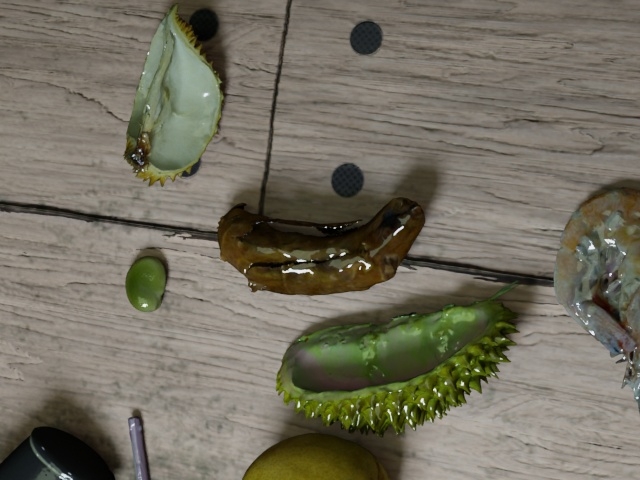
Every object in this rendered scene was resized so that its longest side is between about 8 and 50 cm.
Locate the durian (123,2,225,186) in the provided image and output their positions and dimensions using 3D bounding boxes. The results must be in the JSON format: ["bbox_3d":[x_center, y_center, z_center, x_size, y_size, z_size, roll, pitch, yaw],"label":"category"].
[{"bbox_3d":[-0.222,-0.205,1.840,0.144,0.139,0.252,26,97,22],"label":"durian"}]

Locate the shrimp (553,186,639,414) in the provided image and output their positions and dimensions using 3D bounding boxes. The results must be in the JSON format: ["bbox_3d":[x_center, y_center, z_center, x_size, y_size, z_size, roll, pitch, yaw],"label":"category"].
[{"bbox_3d":[0.383,0.089,1.664,0.164,0.062,0.317,-5,82,23],"label":"shrimp"}]

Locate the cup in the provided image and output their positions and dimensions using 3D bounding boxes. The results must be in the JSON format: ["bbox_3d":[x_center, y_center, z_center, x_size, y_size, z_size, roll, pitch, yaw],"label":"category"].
[{"bbox_3d":[-0.376,0.383,1.879,0.223,0.169,0.176,35,93,-18],"label":"cup"}]

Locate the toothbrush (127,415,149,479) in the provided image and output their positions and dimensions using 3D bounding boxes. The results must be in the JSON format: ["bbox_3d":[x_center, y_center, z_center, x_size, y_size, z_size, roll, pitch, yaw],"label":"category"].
[{"bbox_3d":[-0.240,0.430,1.887,0.029,0.024,0.354,-10,85,13],"label":"toothbrush"}]

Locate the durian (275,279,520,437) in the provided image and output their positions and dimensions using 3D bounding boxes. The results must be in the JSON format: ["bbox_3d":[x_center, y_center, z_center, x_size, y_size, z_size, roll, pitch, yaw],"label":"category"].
[{"bbox_3d":[0.098,0.165,1.713,0.355,0.157,0.169,-17,66,18],"label":"durian"}]

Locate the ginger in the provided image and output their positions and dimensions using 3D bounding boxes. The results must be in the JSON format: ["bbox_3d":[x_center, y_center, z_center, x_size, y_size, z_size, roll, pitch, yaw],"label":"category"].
[{"bbox_3d":[-0.006,0.013,1.779,0.309,0.107,0.133,2,66,20],"label":"ginger"}]

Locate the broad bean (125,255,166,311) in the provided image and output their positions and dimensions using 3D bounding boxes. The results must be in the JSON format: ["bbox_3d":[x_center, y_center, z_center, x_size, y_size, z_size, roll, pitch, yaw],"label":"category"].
[{"bbox_3d":[-0.254,0.063,1.893,0.063,0.045,0.083,-2,80,18],"label":"broad bean"}]

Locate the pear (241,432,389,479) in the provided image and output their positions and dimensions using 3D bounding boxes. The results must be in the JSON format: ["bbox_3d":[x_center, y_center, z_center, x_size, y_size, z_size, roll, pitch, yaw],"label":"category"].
[{"bbox_3d":[-0.016,0.354,1.716,0.209,0.209,0.209,-1,88,19],"label":"pear"}]
